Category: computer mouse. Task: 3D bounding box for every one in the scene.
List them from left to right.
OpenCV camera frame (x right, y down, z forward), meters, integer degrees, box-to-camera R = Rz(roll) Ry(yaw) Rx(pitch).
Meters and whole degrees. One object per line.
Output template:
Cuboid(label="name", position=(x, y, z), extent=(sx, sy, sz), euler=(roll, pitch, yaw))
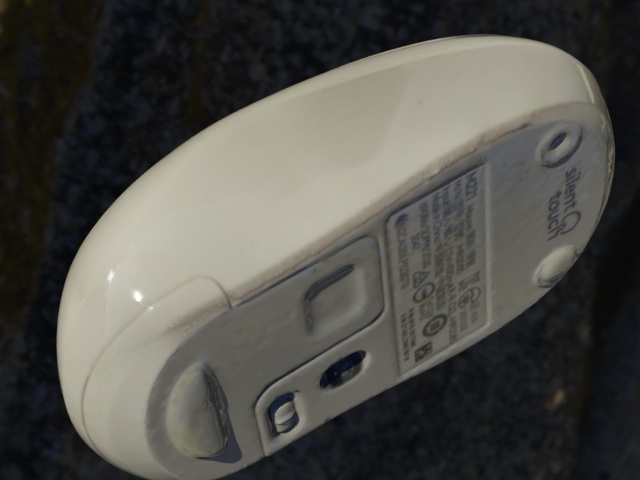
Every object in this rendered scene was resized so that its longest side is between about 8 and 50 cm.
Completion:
Cuboid(label="computer mouse", position=(0.000, 0.000, 0.820), extent=(0.297, 0.121, 0.184), euler=(-33, 143, -13))
